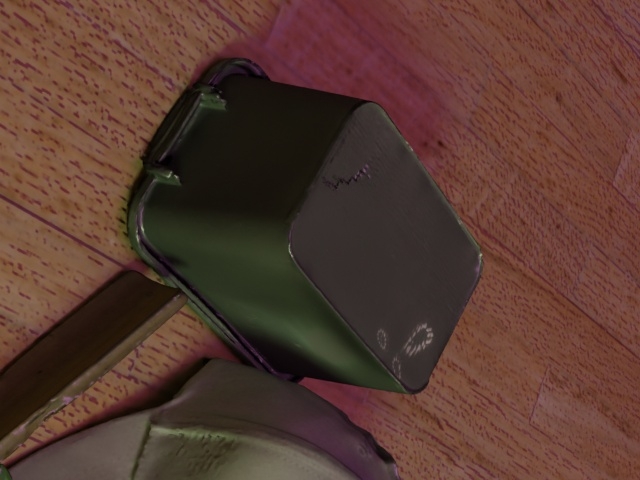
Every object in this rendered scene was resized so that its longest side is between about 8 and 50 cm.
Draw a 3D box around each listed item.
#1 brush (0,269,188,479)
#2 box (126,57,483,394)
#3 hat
[{"bbox_3d":[-0.186,0.114,0.857,0.282,0.054,0.048,-44,137,-34],"label":"brush"},{"bbox_3d":[0.000,0.000,0.982,0.243,0.135,0.163,51,60,-41],"label":"box"},{"bbox_3d":[-0.085,0.228,0.911,0.301,0.168,0.258,-11,102,-43],"label":"hat"}]
